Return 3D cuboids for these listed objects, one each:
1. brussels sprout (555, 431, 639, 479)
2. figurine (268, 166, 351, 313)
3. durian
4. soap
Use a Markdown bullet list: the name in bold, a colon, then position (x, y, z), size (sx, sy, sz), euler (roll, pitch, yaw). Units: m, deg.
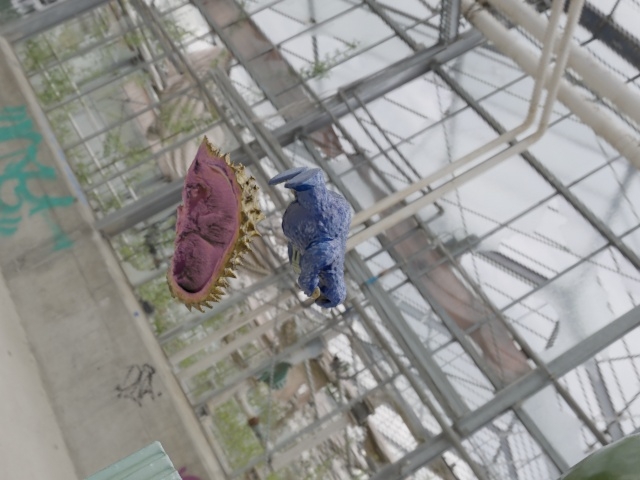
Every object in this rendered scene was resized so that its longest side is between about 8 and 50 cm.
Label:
- **brussels sprout**: position (0.400, 0.363, 0.730), size (0.372, 0.275, 0.314), euler (20, 23, -21)
- **figurine**: position (0.001, -0.003, 1.148), size (0.164, 0.121, 0.262), euler (-121, -163, -57)
- **durian**: position (-0.184, -0.011, 1.294), size (0.191, 0.112, 0.341), euler (24, -74, 32)
- **soap**: position (-0.285, 0.375, 0.933), size (0.119, 0.198, 0.066), euler (42, -35, 39)
